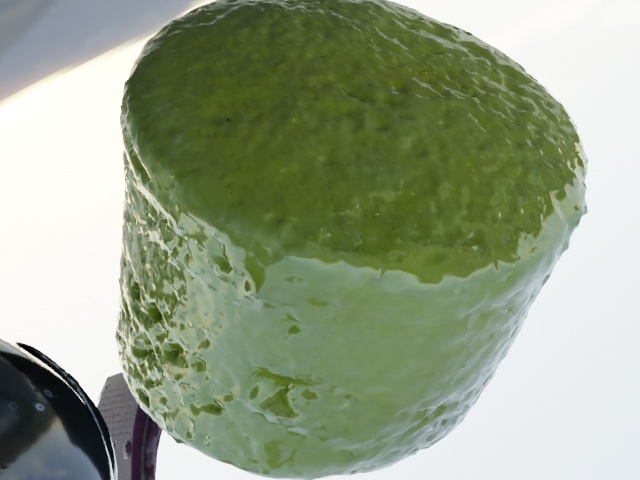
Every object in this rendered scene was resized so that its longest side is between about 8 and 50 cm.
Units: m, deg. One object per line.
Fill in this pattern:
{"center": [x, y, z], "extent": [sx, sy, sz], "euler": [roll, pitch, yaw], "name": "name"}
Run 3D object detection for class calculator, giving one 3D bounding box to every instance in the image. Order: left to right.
{"center": [-0.173, 0.206, 1.548], "extent": [0.034, 0.190, 0.127], "euler": [12, 165, -28], "name": "calculator"}

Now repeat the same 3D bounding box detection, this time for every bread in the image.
{"center": [0.000, 0.000, 1.349], "extent": [0.348, 0.348, 0.307], "euler": [-43, 159, -51], "name": "bread"}

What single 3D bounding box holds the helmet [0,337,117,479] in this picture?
{"center": [-0.217, 0.159, 1.042], "extent": [0.279, 0.230, 0.160], "euler": [10, 174, -32], "name": "helmet"}
